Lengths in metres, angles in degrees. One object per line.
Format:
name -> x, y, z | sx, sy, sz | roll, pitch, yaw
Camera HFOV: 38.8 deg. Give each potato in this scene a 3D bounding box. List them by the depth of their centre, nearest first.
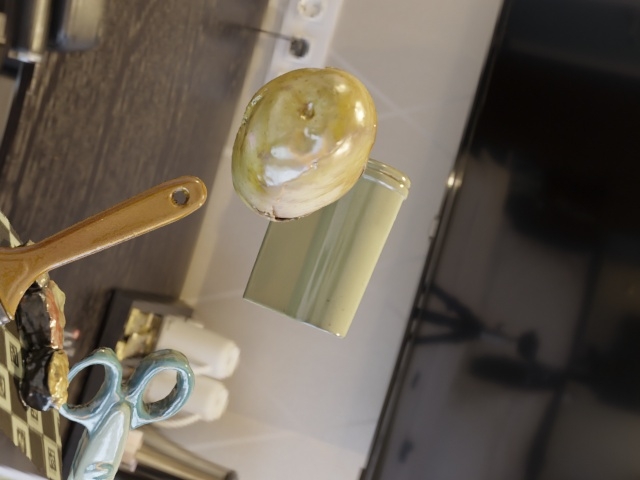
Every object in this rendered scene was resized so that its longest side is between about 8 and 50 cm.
potato -> -0.013, -0.065, 0.633 | 0.107, 0.080, 0.170 | -36, 175, -7

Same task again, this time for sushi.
sushi -> -0.209, 0.078, 0.691 | 0.139, 0.031, 0.201 | 81, -5, -56

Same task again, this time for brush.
brush -> -0.131, 0.009, 0.423 | 0.043, 0.169, 0.014 | 68, -11, -12

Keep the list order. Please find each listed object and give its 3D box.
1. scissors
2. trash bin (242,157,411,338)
scissors -> -0.226, 0.218, 0.937 | 0.138, 0.041, 0.289 | 5, 127, -32
trash bin -> 0.000, 0.000, 1.330 | 0.121, 0.243, 0.248 | 25, 85, -29
